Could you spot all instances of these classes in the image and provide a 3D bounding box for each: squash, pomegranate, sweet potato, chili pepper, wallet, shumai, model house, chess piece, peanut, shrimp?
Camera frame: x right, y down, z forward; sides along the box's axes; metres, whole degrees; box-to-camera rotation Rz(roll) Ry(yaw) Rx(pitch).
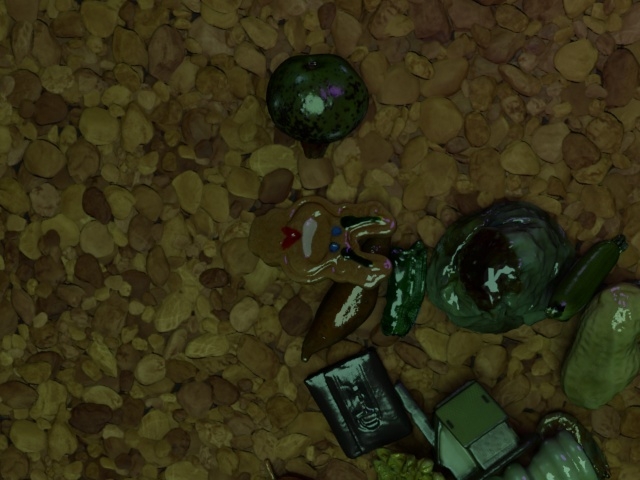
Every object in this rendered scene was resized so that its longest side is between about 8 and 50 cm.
[{"bbox_3d":[0.536,0.083,1.553,0.071,0.318,0.080,25,136,35],"label":"squash"},{"bbox_3d":[-0.010,-0.271,1.591,0.214,0.214,0.247,11,137,6],"label":"pomegranate"},{"bbox_3d":[0.067,0.133,1.672,0.112,0.112,0.359,36,99,1],"label":"sweet potato"},{"bbox_3d":[0.185,0.105,1.673,0.098,0.061,0.224,7,96,-16],"label":"chili pepper"},{"bbox_3d":[0.090,0.379,1.739,0.182,0.049,0.229,-26,96,8],"label":"wallet"},{"bbox_3d":[0.383,0.076,1.538,0.304,0.263,0.309,29,100,2],"label":"shumai"},{"bbox_3d":[0.304,0.382,1.655,0.218,0.205,0.278,-33,76,-6],"label":"model house"},{"bbox_3d":[0.447,0.510,1.598,0.243,0.133,0.133,-27,95,-1],"label":"chess piece"},{"bbox_3d":[0.598,0.221,1.575,0.148,0.147,0.318,11,122,6],"label":"peanut"},{"bbox_3d":[0.565,0.476,1.691,0.115,0.051,0.217,-39,93,18],"label":"shrimp"}]

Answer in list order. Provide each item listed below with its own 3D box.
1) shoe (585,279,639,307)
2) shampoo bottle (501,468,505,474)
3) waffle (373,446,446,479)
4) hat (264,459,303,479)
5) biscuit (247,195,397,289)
[{"bbox_3d":[0.638,0.142,1.620,0.169,0.071,0.099,-9,104,8],"label":"shoe"},{"bbox_3d":[0.535,0.578,1.684,0.284,0.101,0.101,21,101,4],"label":"shampoo bottle"},{"bbox_3d":[0.217,0.566,1.673,0.056,0.261,0.249,-35,105,-32],"label":"waffle"},{"bbox_3d":[-0.067,0.610,1.764,0.244,0.233,0.233,-32,67,0],"label":"hat"},{"bbox_3d":[0.000,0.000,1.644,0.334,0.047,0.201,5,74,18],"label":"biscuit"}]
